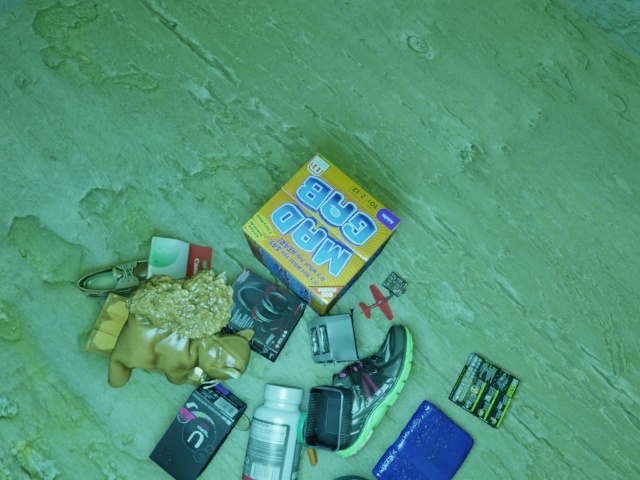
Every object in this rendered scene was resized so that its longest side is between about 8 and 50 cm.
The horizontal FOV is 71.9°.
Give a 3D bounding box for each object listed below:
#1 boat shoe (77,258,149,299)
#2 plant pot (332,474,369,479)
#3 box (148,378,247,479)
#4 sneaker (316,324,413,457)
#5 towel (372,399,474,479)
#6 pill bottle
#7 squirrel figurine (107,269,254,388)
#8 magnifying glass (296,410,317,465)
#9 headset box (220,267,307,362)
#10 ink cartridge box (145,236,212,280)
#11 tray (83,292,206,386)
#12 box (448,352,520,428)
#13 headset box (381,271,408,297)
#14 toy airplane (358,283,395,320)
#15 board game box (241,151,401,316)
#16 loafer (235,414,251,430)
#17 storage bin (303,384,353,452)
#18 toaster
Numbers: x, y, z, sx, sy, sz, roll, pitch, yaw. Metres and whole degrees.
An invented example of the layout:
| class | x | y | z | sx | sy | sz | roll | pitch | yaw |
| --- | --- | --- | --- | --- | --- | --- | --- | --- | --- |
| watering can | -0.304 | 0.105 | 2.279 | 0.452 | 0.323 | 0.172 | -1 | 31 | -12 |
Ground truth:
| class | x | y | z | sx | sy | sz | roll | pitch | yaw |
| --- | --- | --- | --- | --- | --- | --- | --- | --- | --- |
| boat shoe | -0.707 | 0.138 | 1.590 | 0.324 | 0.120 | 0.122 | -17 | 76 | -6 |
| plant pot | 0.095 | 0.845 | 1.341 | 0.272 | 0.255 | 0.271 | 0 | 75 | -1 |
| box | -0.388 | 0.613 | 1.419 | 0.165 | 0.143 | 0.270 | 34 | 94 | 9 |
| sneaker | 0.151 | 0.478 | 1.483 | 0.202 | 0.185 | 0.482 | 34 | 75 | 4 |
| towel | 0.345 | 0.723 | 1.480 | 0.228 | 0.076 | 0.308 | 41 | 77 | 2 |
| pill bottle | -0.144 | 0.638 | 1.434 | 0.176 | 0.176 | 0.318 | 9 | 75 | 1 |
| squirrel figurine | -0.383 | 0.280 | 1.321 | 0.371 | 0.397 | 0.281 | 19 | 32 | -1 |
| magnifying glass | -0.039 | 0.649 | 1.432 | 0.026 | 0.231 | 0.092 | 1 | 31 | 22 |
| headset box | -0.228 | 0.251 | 1.544 | 0.293 | 0.110 | 0.218 | 29 | 56 | 7 |
| ink cartridge box | -0.506 | 0.092 | 1.600 | 0.225 | 0.056 | 0.181 | 8 | 74 | -23 |
| tray | -0.566 | 0.345 | 1.530 | 0.411 | 0.076 | 0.202 | 20 | 75 | -6 |
| box | 0.576 | 0.525 | 1.551 | 0.184 | 0.045 | 0.190 | 31 | 75 | 5 |
| headset box | 0.281 | 0.168 | 1.649 | 0.083 | 0.032 | 0.062 | 38 | 78 | 8 |
| toy airplane | 0.204 | 0.236 | 1.630 | 0.151 | 0.028 | 0.151 | 0 | 73 | 0 |
| board game box | 0.000 | 0.000 | 1.520 | 0.356 | 0.356 | 0.356 | 41 | 76 | 9 |
| loafer | -0.305 | 0.601 | 1.506 | 0.148 | 0.050 | 0.056 | 30 | 76 | 7 |
| storage bin | 0.026 | 0.552 | 1.379 | 0.122 | 0.084 | 0.180 | -1 | 74 | 28 |
| toaster | 0.044 | 0.334 | 1.518 | 0.110 | 0.168 | 0.185 | -1 | 73 | -26 |
